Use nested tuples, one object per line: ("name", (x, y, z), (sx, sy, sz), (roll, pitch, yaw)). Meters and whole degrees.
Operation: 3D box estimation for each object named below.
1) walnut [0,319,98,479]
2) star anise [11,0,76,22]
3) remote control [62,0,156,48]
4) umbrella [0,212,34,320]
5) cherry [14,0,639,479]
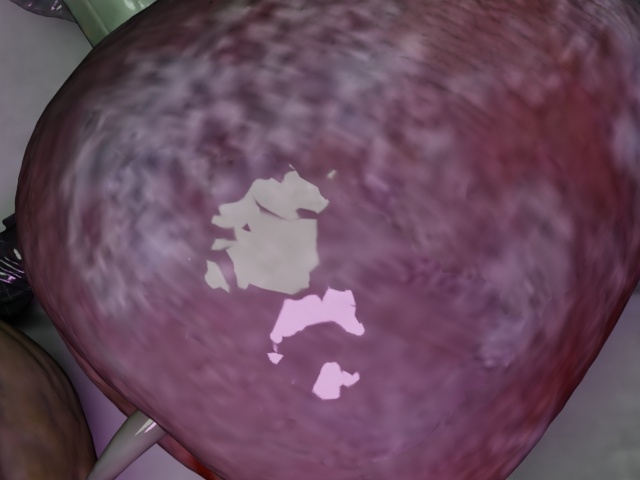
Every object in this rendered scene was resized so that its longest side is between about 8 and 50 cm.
("walnut", (-0.160, 0.109, 0.712), (0.140, 0.140, 0.162), (-10, 76, 13))
("star anise", (-0.195, -0.158, 0.778), (0.172, 0.063, 0.208), (-13, 83, 14))
("remote control", (-0.110, -0.231, 0.732), (0.145, 0.050, 0.344), (-25, 76, -31))
("umbrella", (-0.132, 0.006, 0.762), (0.144, 0.037, 0.040), (-40, 44, 7))
("cherry", (0.000, 0.000, 0.624), (0.285, 0.236, 0.213), (-43, 104, -2))
